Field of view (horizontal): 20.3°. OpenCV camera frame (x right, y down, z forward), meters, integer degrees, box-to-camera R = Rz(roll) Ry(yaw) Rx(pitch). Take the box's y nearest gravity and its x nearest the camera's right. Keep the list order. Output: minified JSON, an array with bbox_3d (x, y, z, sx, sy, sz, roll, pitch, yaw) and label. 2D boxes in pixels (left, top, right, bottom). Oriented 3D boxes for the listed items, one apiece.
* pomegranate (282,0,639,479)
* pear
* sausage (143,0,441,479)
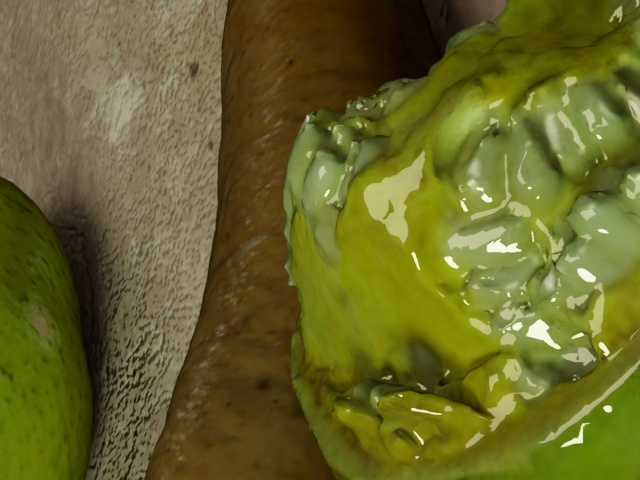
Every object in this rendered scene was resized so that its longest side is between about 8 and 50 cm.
[{"bbox_3d":[0.134,-0.005,0.656,0.341,0.260,0.260,-40,40,1],"label":"pomegranate"},{"bbox_3d":[-0.278,0.091,1.225,0.342,0.239,0.318,-44,33,46],"label":"pear"},{"bbox_3d":[0.003,0.000,0.870,0.123,0.136,0.500,80,-168,-47],"label":"sausage"}]
